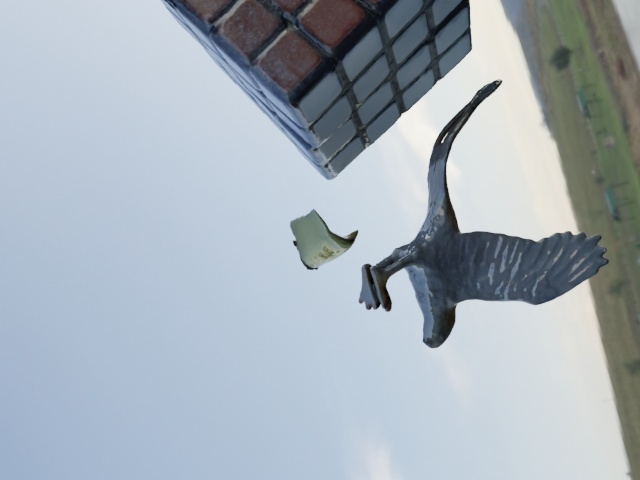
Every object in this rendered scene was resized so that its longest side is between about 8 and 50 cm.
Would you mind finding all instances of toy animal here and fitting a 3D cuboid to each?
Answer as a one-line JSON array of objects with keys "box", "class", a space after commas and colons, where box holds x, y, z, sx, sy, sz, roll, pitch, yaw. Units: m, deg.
[{"box": [0.174, -0.023, 1.014, 0.284, 0.302, 0.225, 64, 163, -10], "class": "toy animal"}]

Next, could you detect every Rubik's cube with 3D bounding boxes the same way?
[{"box": [-0.004, -0.357, 1.172, 0.344, 0.343, 0.337, 47, 180, 17], "class": "Rubik's cube"}]

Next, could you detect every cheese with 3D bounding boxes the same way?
[{"box": [-0.001, 0.000, 0.831, 0.084, 0.060, 0.042, 36, -142, -44], "class": "cheese"}]
